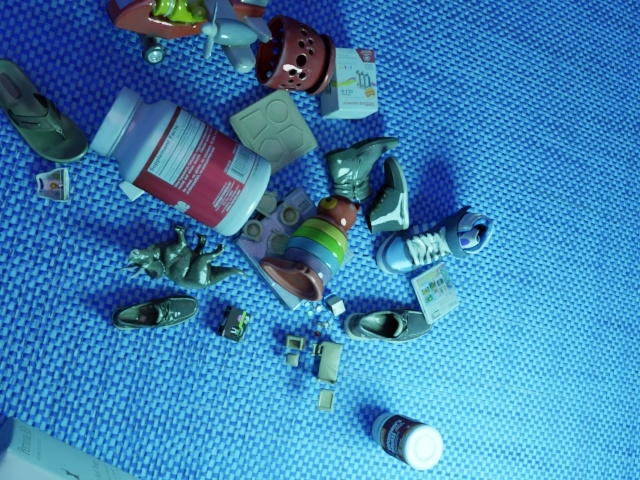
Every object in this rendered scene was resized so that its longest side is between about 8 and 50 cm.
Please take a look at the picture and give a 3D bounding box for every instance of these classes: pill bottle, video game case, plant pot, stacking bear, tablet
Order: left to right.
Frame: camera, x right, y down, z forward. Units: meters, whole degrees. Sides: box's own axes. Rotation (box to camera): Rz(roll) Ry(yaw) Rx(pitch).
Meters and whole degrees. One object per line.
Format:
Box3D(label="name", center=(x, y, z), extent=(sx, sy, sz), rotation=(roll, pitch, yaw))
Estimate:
Box3D(label="tablet", center=(-0.472, -0.147, 1.785), extent=(0.083, 0.006, 0.054), rotation=(-42, 103, -19))
Box3D(label="pill bottle", center=(-0.347, -0.200, 1.719), extent=(0.407, 0.229, 0.229), rotation=(30, 77, -18))
Box3D(label="plant pot", center=(-0.064, -0.497, 1.874), extent=(0.174, 0.191, 0.191), rotation=(7, 85, -29))
Box3D(label="stacking bear", center=(0.000, 0.000, 1.825), extent=(0.289, 0.175, 0.164), rotation=(-59, 138, -24))
Box3D(label="pill bottle", center=(0.235, 0.552, 1.927), extent=(0.121, 0.221, 0.121), rotation=(1, 88, -22))
Box3D(label="video game case", center=(0.346, 0.155, 2.071), extent=(0.157, 0.019, 0.143), rotation=(-25, 95, -41))

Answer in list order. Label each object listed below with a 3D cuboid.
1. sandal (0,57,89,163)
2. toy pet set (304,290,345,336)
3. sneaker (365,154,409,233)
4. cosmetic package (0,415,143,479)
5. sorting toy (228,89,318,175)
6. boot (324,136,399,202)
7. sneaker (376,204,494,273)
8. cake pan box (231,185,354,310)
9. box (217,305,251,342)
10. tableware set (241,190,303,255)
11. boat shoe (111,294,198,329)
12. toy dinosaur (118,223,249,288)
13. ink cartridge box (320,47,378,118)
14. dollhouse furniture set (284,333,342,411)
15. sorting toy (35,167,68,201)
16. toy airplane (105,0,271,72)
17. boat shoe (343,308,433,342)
Box3D(label="sandal", center=(-0.689, -0.306, 1.659), extent=(0.120, 0.086, 0.303), rotation=(-47, 104, -17))
Box3D(label="toy pet set", center=(0.004, 0.184, 1.933), extent=(0.114, 0.065, 0.122), rotation=(-28, 123, -18))
Box3D(label="sneaker", center=(0.183, -0.127, 1.983), extent=(0.118, 0.083, 0.222), rotation=(-12, 106, -11))
Box3D(label="cosmetic package", center=(-0.603, 0.648, 1.522), extent=(0.393, 0.329, 0.327), rotation=(34, 77, -18))
Box3D(label="sorting toy", center=(-0.131, -0.300, 1.919), extent=(0.208, 0.038, 0.193), rotation=(-36, 101, -24))
Box3D(label="boot", center=(0.129, -0.204, 2.009), extent=(0.246, 0.083, 0.161), rotation=(-21, 108, -22))
Box3D(label="sneaker", center=(0.342, 0.002, 1.987), extent=(0.322, 0.236, 0.130), rotation=(-22, 96, -22))
Box3D(label="cake pan box", center=(-0.077, 0.019, 1.908), extent=(0.246, 0.070, 0.267), rotation=(-44, 103, -20))
Box3D(label="box", center=(-0.230, 0.223, 1.843), extent=(0.062, 0.052, 0.083), rotation=(22, 81, -20))
Box3D(label="tableware set", center=(-0.128, -0.047, 1.845), extent=(0.141, 0.020, 0.169), rotation=(23, 78, -18))
Box3D(label="boat shoe", center=(-0.414, 0.187, 1.757), extent=(0.223, 0.073, 0.080), rotation=(-7, 91, -22))
Box3D(label="toy dinosaur", center=(-0.345, 0.057, 1.787), extent=(0.313, 0.121, 0.160), rotation=(23, 91, -24))
Box3D(label="ink cartridge box", center=(0.077, -0.440, 1.958), extent=(0.128, 0.127, 0.176), rotation=(-4, 90, -23))
Box3D(label="dollhouse furniture set", center=(-0.031, 0.363, 1.917), extent=(0.161, 0.101, 0.182), rotation=(10, 84, 3))
Box3D(label="sorting toy", center=(-0.657, -0.135, 1.692), extent=(0.075, 0.045, 0.083), rotation=(0, 88, -15))
Box3D(label="toy airplane", center=(-0.286, -0.612, 1.729), extent=(0.386, 0.272, 0.384), rotation=(23, 55, 1))
Box3D(label="boat shoe", center=(0.210, 0.247, 1.999), extent=(0.285, 0.092, 0.103), rotation=(4, 83, -23))
